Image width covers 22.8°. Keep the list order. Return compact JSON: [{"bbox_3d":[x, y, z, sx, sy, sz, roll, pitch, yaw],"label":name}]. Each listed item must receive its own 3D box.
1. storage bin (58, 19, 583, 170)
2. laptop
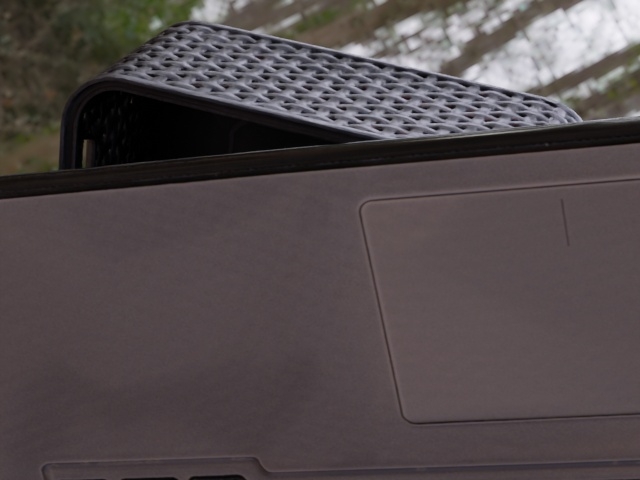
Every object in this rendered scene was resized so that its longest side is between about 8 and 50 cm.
[{"bbox_3d":[0.000,0.000,0.591,0.180,0.084,0.122,14,-65,13],"label":"storage bin"},{"bbox_3d":[0.065,0.198,0.439,0.236,0.382,0.407,-67,149,-58],"label":"laptop"}]
